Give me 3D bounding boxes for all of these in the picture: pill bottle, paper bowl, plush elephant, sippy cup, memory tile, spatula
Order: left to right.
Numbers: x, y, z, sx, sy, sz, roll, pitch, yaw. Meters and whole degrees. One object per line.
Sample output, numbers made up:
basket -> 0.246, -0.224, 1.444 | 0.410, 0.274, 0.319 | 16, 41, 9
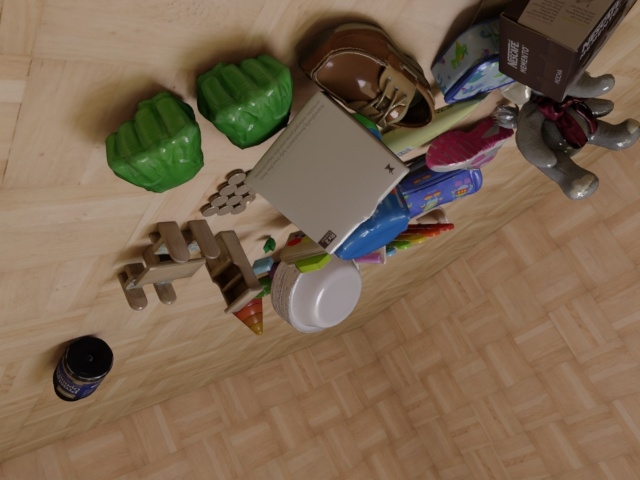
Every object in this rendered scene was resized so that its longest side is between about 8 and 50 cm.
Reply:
pill bottle -> -0.643, 0.353, 1.457 | 0.123, 0.122, 0.219 | -12, 156, -43
memory tile -> -0.167, -0.094, 1.090 | 0.113, 0.012, 0.148 | -9, 154, -47
paper bowl -> 0.008, 0.138, 1.580 | 0.284, 0.148, 0.284 | -23, 127, -35
sippy cup -> 0.060, -0.091, 1.088 | 0.305, 0.224, 0.240 | -8, 155, -49
spatula -> 0.179, -0.167, 1.380 | 0.296, 0.030, 0.084 | -23, 163, -18
plush elephant -> 0.531, -0.306, 1.190 | 0.272, 0.330, 0.255 | -36, 143, -19

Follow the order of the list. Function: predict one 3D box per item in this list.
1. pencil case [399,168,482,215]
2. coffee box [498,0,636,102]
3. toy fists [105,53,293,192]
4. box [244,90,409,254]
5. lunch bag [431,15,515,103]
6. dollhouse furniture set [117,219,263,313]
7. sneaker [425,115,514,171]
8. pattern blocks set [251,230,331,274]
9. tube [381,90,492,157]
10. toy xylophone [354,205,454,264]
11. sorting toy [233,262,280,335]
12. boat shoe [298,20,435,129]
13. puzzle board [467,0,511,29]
pencil case -> 0.300, -0.147, 1.470 | 0.306, 0.119, 0.133 | -22, 162, -18
coffee box -> 0.396, -0.377, 0.790 | 0.297, 0.119, 0.168 | -53, 161, 1
toy fists -> -0.164, -0.166, 0.758 | 0.279, 0.096, 0.142 | -28, 176, -6
box -> 0.011, -0.110, 0.858 | 0.181, 0.182, 0.119 | -48, -172, 13
lunch bag -> 0.326, -0.337, 0.995 | 0.219, 0.090, 0.176 | -22, 176, -17
dollhouse furniture set -> -0.271, 0.079, 1.175 | 0.242, 0.161, 0.212 | -8, 154, -49
sneaker -> 0.371, -0.218, 1.376 | 0.252, 0.103, 0.111 | -21, 149, -20
pattern blocks set -> 0.000, 0.000, 1.311 | 0.325, 0.026, 0.285 | -11, -155, 23
tube -> 0.234, -0.241, 1.112 | 0.240, 0.070, 0.062 | -23, 144, 37
toy xylophone -> 0.210, -0.027, 1.545 | 0.323, 0.081, 0.236 | -23, -165, -29
sorting toy -> -0.173, 0.203, 1.743 | 0.127, 0.126, 0.365 | -15, 159, -37
boat shoe -> 0.101, -0.249, 0.873 | 0.122, 0.120, 0.324 | -39, 160, 32
puzzle board -> 0.306, -0.402, 0.933 | 0.096, 0.011, 0.128 | -23, 163, -18
